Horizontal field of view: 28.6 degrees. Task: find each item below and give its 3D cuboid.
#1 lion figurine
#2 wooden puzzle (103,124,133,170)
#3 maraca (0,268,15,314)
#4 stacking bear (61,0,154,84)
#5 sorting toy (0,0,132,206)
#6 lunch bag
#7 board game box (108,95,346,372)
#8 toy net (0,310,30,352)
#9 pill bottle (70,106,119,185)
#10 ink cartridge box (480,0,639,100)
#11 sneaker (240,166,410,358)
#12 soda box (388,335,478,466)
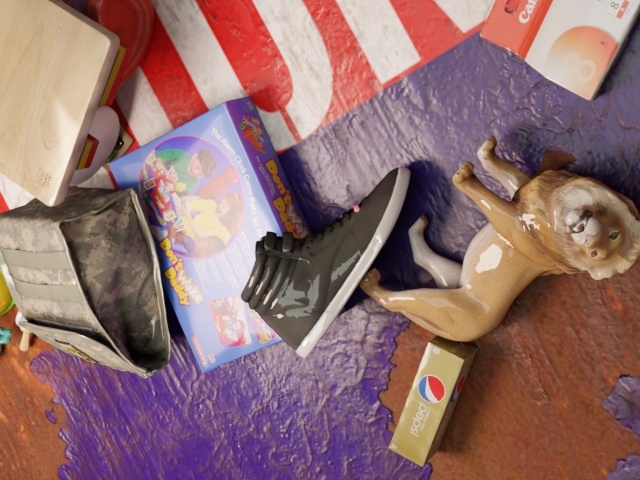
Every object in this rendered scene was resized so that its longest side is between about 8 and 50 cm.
[{"bbox_3d":[0.235,0.028,1.653,0.240,0.142,0.392,43,132,3],"label":"lion figurine"},{"bbox_3d":[-0.331,-0.153,1.953,0.116,0.014,0.079,43,117,12],"label":"wooden puzzle"},{"bbox_3d":[-0.556,0.076,2.080,0.185,0.099,0.127,-11,126,14],"label":"maraca"},{"bbox_3d":[-0.408,-0.345,1.856,0.289,0.164,0.176,23,111,19],"label":"stacking bear"},{"bbox_3d":[-0.398,-0.224,1.739,0.255,0.089,0.257,33,115,19],"label":"sorting toy"},{"bbox_3d":[-0.355,0.074,1.897,0.235,0.169,0.287,5,118,49],"label":"lunch bag"},{"bbox_3d":[-0.140,-0.005,1.853,0.233,0.078,0.347,-23,91,30],"label":"board game box"},{"bbox_3d":[-0.522,0.140,2.082,0.232,0.045,0.122,-28,134,19],"label":"toy net"},{"bbox_3d":[-0.455,-0.209,1.914,0.283,0.160,0.160,33,115,19],"label":"pill bottle"},{"bbox_3d":[0.300,-0.281,1.577,0.179,0.045,0.145,30,114,15],"label":"ink cartridge box"},{"bbox_3d":[0.000,0.000,1.711,0.146,0.104,0.296,33,91,-1],"label":"sneaker"},{"bbox_3d":[0.158,0.222,1.764,0.058,0.061,0.181,25,113,19],"label":"soda box"}]
